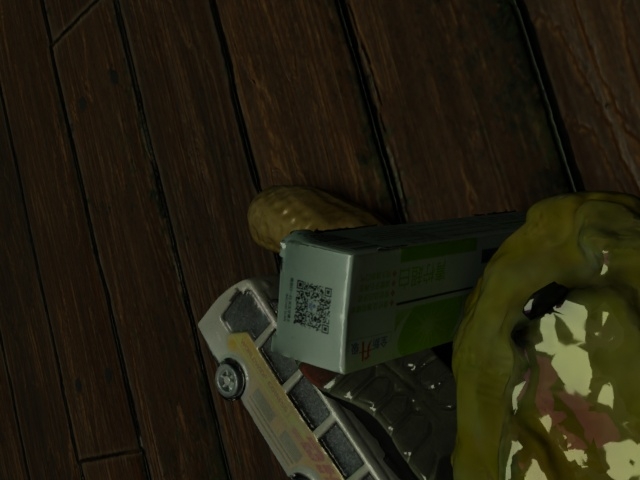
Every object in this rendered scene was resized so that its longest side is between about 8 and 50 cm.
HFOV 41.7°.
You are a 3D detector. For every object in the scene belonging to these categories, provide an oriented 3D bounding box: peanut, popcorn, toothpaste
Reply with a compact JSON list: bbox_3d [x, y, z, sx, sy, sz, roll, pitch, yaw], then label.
[{"bbox_3d":[0.000,0.000,0.915,0.226,0.095,0.108,30,110,40],"label":"peanut"},{"bbox_3d":[0.184,0.110,0.533,0.252,0.215,0.286,-4,88,50],"label":"popcorn"},{"bbox_3d":[0.101,0.026,0.651,0.067,0.336,0.081,12,102,39],"label":"toothpaste"}]

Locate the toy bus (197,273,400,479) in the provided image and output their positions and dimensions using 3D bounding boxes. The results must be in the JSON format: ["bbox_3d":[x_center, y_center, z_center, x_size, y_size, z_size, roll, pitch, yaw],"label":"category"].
[{"bbox_3d":[-0.010,0.190,0.943,0.138,0.097,0.342,-52,60,32],"label":"toy bus"}]

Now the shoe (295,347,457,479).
[{"bbox_3d":[0.093,0.166,0.824,0.114,0.137,0.291,-43,51,-9],"label":"shoe"}]
